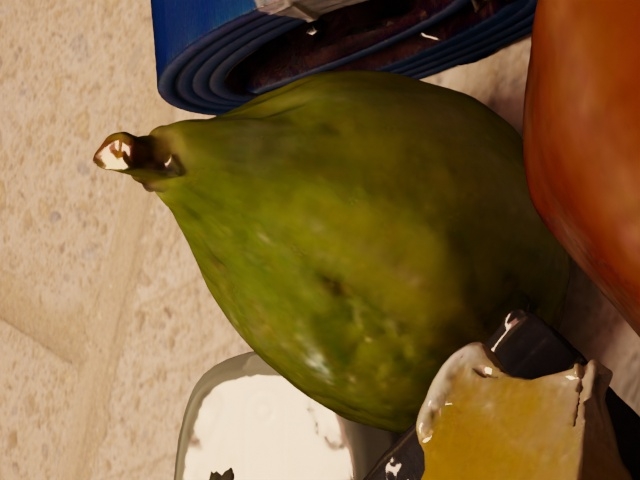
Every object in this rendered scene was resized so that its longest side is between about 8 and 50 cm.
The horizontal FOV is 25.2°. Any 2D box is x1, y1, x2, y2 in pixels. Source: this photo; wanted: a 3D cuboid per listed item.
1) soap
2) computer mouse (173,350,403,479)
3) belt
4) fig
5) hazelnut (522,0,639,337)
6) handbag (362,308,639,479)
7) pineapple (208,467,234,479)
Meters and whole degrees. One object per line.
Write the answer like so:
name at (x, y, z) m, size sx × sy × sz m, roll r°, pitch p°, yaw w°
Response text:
soap at (0.171, 0.258, 0.762) m, size 0.169 × 0.339 × 0.304 m, roll -8°, pitch 56°, yaw 43°
computer mouse at (-0.019, 0.242, 1.034) m, size 0.197 × 0.095 × 0.330 m, roll 0°, pitch 85°, yaw 23°
belt at (0.015, -0.179, 0.941) m, size 0.347 × 0.212 × 0.117 m, roll -16°, pitch 75°, yaw 49°
fig at (0.030, 0.006, 0.865) m, size 0.233 × 0.314 × 0.233 m, roll -2°, pitch 85°, yaw 18°
hazelnut at (0.248, -0.081, 0.628) m, size 0.366 × 0.366 × 0.365 m, roll -3°, pitch 85°, yaw 46°
handbag at (0.121, 0.175, 0.855) m, size 0.211 × 0.088 × 0.254 m, roll 37°, pitch 125°, yaw -2°
pineapple at (0.000, 0.306, 0.865) m, size 0.202 × 0.202 × 0.362 m, roll -34°, pitch 89°, yaw 40°
